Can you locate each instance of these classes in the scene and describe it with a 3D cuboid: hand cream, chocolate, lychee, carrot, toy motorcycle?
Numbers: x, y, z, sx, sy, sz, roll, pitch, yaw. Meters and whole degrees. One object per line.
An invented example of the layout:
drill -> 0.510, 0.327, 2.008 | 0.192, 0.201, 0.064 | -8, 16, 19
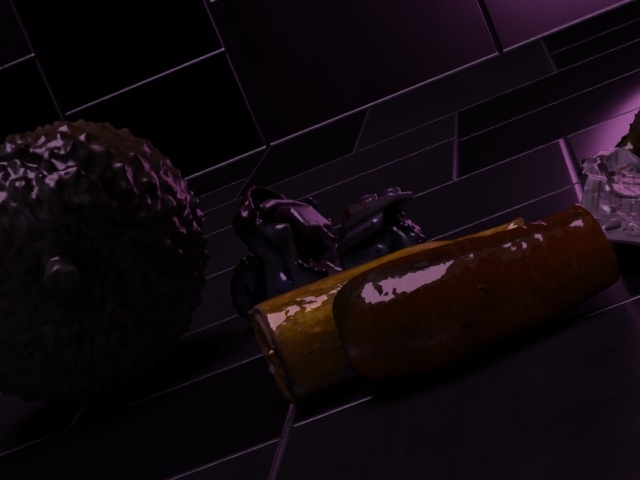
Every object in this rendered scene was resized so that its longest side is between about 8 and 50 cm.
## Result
hand cream -> 0.232, -0.033, 1.352 | 0.084, 0.050, 0.257 | 11, 13, 6
chocolate -> 0.059, 0.041, 1.278 | 0.219, 0.085, 0.085 | -25, 10, -12
lychee -> -0.223, 0.014, 1.548 | 0.255, 0.255, 0.274 | -23, 17, 1
carrot -> 0.105, 0.036, 1.194 | 0.193, 0.087, 0.087 | -19, 10, 2
toy motorcycle -> 0.001, 0.000, 1.526 | 0.213, 0.122, 0.082 | -14, -1, 37

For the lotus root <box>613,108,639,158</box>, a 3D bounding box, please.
lotus root -> 0.318, -0.106, 1.499 | 0.165, 0.088, 0.088 | -29, 6, 23
